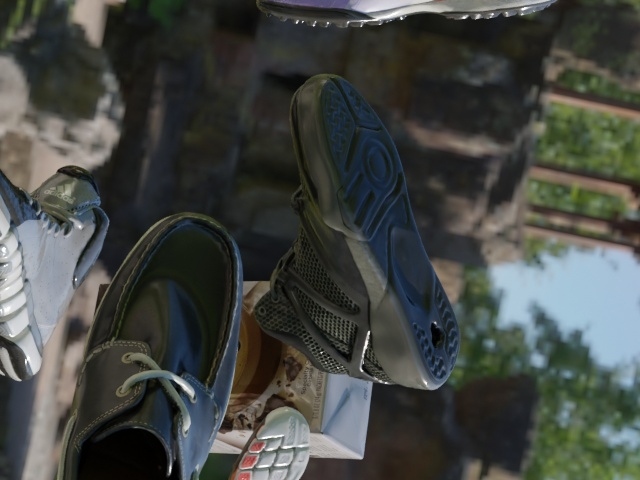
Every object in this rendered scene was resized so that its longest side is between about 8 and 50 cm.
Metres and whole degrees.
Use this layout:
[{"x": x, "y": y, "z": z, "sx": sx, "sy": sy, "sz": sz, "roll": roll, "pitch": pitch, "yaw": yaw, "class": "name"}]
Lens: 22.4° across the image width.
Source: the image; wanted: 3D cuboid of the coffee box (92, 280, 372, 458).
[{"x": -0.100, "y": 0.138, "z": 1.743, "sx": 0.119, "sy": 0.297, "sz": 0.168, "roll": 39, "pitch": 54, "yaw": -58, "class": "coffee box"}]

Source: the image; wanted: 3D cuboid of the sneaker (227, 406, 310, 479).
[{"x": -0.059, "y": 0.202, "z": 1.399, "sx": 0.157, "sy": 0.061, "sz": 0.065, "roll": -67, "pitch": -152, "yaw": 23, "class": "sneaker"}]

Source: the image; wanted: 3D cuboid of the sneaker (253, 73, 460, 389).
[{"x": 0.000, "y": 0.000, "z": 1.071, "sx": 0.087, "sy": 0.130, "sz": 0.227, "roll": -54, "pitch": 132, "yaw": -45, "class": "sneaker"}]

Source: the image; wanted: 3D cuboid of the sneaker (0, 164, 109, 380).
[{"x": -0.197, "y": -0.019, "z": 1.050, "sx": 0.132, "sy": 0.086, "sz": 0.228, "roll": -57, "pitch": 163, "yaw": -31, "class": "sneaker"}]

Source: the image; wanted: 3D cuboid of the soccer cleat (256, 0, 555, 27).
[{"x": 0.082, "y": -0.279, "z": 1.630, "sx": 0.109, "sy": 0.318, "sz": 0.116, "roll": -31, "pitch": 118, "yaw": -62, "class": "soccer cleat"}]

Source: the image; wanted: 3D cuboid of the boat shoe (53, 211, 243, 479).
[{"x": -0.083, "y": 0.090, "z": 0.799, "sx": 0.079, "sy": 0.084, "sz": 0.233, "roll": -36, "pitch": -147, "yaw": 63, "class": "boat shoe"}]
